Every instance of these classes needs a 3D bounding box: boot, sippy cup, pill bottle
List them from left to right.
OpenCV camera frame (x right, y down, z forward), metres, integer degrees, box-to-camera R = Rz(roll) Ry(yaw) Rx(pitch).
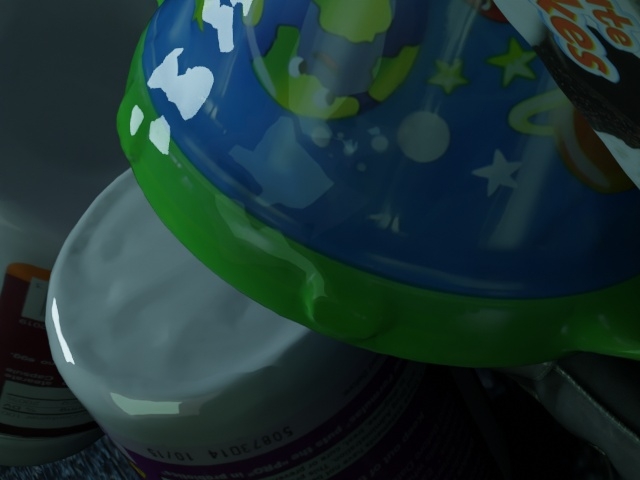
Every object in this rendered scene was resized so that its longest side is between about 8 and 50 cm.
[{"bbox_3d":[-0.178,-0.002,1.133,0.224,0.224,0.392,61,152,17],"label":"pill bottle"},{"bbox_3d":[-0.001,0.096,0.845,0.169,0.169,0.301,43,168,43],"label":"pill bottle"},{"bbox_3d":[0.059,-0.111,0.623,0.240,0.305,0.224,-76,3,-53],"label":"sippy cup"},{"bbox_3d":[0.144,0.066,0.715,0.208,0.189,0.076,31,111,14],"label":"boot"}]

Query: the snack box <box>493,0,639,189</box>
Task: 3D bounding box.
[{"bbox_3d":[0.126,-0.094,0.364,0.322,0.187,0.060,46,169,-33],"label":"snack box"}]
